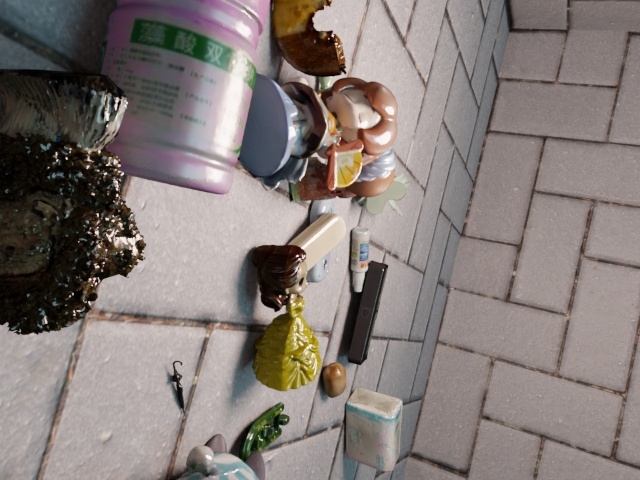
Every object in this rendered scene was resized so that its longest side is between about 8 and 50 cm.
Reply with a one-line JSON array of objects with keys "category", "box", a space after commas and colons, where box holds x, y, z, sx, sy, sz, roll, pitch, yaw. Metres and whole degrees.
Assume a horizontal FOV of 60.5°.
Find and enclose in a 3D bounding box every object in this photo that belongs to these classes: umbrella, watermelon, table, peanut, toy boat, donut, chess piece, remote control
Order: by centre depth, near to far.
[{"category": "umbrella", "box": [-0.279, 0.289, 1.076, 0.022, 0.022, 0.148, -107, -160, -56]}, {"category": "donut", "box": [-0.021, -0.449, 1.144, 0.085, 0.141, 0.217, -54, 137, -67]}, {"category": "watermelon", "box": [-0.008, -0.141, 1.324, 0.121, 0.158, 0.097, -32, 135, -21]}, {"category": "chess piece", "box": [0.011, -0.358, 1.353, 0.059, 0.059, 0.149, -21, 112, -61]}, {"category": "toy boat", "box": [-0.147, 0.492, 1.399, 0.210, 0.052, 0.104, -18, 119, -63]}, {"category": "remote control", "box": [0.000, 0.000, 1.491, 0.087, 0.047, 0.244, -28, 127, -61]}, {"category": "table", "box": [0.204, -0.152, 1.737, 0.198, 0.167, 0.166, 15, 88, -73]}, {"category": "peanut", "box": [0.046, 0.452, 1.763, 0.076, 0.076, 0.152, -51, 149, -44]}]

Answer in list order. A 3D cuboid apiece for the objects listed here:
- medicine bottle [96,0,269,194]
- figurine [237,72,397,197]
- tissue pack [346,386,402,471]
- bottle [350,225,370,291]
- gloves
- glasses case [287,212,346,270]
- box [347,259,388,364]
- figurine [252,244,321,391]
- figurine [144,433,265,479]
[{"category": "medicine bottle", "box": [-0.197, -0.241, 0.776, 0.212, 0.212, 0.325, 13, 90, -65]}, {"category": "figurine", "box": [0.011, -0.220, 1.134, 0.388, 0.248, 0.276, -16, 79, -40]}, {"category": "tissue pack", "box": [0.196, 0.703, 2.046, 0.124, 0.202, 0.271, -35, 130, -52]}, {"category": "bottle", "box": [0.125, 0.065, 1.772, 0.060, 0.060, 0.217, -35, 133, -56]}, {"category": "gloves", "box": [-0.308, -0.047, 0.637, 0.135, 0.210, 0.312, 26, 78, -88]}, {"category": "glasses case", "box": [-0.014, 0.006, 1.400, 0.196, 0.050, 0.083, -40, 131, -28]}, {"category": "box", "box": [0.166, 0.245, 1.894, 0.211, 0.058, 0.350, 25, 77, -79]}, {"category": "figurine", "box": [-0.072, 0.160, 1.266, 0.187, 0.168, 0.315, -25, 126, -48]}, {"category": "figurine", "box": [-0.265, 0.514, 1.070, 0.361, 0.266, 0.377, 59, 9, -22]}]
